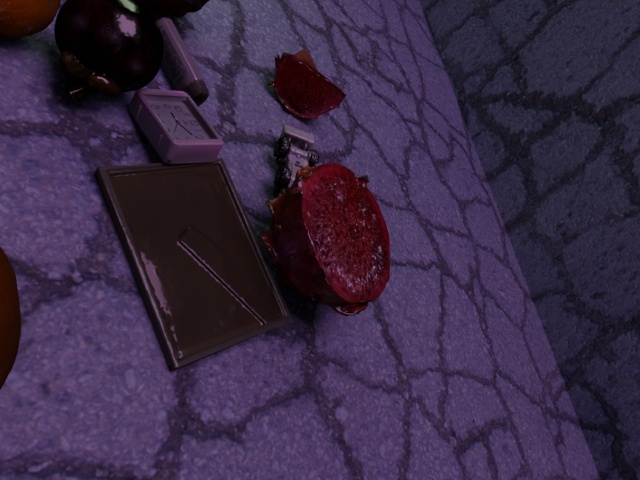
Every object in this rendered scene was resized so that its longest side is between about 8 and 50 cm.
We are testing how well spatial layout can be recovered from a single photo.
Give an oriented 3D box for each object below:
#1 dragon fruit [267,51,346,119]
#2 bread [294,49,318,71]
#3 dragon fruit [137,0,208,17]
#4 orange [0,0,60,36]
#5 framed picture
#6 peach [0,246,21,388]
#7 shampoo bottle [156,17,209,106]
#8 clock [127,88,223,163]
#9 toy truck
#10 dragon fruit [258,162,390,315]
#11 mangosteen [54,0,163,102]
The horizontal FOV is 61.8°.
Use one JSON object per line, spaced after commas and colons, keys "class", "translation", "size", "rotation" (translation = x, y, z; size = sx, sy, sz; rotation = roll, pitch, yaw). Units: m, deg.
{"class": "dragon fruit", "translation": [-0.070, -0.502, 1.770], "size": [0.274, 0.161, 0.126], "rotation": [27, 17, -26]}
{"class": "bread", "translation": [-0.072, -0.597, 1.864], "size": [0.119, 0.067, 0.192], "rotation": [45, 36, -6]}
{"class": "dragon fruit", "translation": [-0.388, -0.747, 1.394], "size": [0.329, 0.329, 0.329], "rotation": [30, 45, -35]}
{"class": "orange", "translation": [-0.615, -0.515, 1.038], "size": [0.224, 0.170, 0.224], "rotation": [-17, 90, -80]}
{"class": "framed picture", "translation": [-0.267, 0.025, 1.186], "size": [0.326, 0.028, 0.446], "rotation": [-14, 77, -46]}
{"class": "peach", "translation": [-0.535, 0.105, 0.604], "size": [0.343, 0.343, 0.301], "rotation": [9, 81, -47]}
{"class": "shampoo bottle", "translation": [-0.370, -0.458, 1.391], "size": [0.056, 0.086, 0.227], "rotation": [-24, 83, -53]}
{"class": "clock", "translation": [-0.341, -0.271, 1.261], "size": [0.150, 0.063, 0.197], "rotation": [-12, 58, -48]}
{"class": "toy truck", "translation": [-0.076, -0.207, 1.547], "size": [0.136, 0.111, 0.285], "rotation": [18, 48, -23]}
{"class": "dragon fruit", "translation": [0.000, 0.000, 1.359], "size": [0.386, 0.249, 0.371], "rotation": [45, 43, -31]}
{"class": "mangosteen", "translation": [-0.464, -0.404, 1.150], "size": [0.228, 0.228, 0.265], "rotation": [33, 72, -32]}
